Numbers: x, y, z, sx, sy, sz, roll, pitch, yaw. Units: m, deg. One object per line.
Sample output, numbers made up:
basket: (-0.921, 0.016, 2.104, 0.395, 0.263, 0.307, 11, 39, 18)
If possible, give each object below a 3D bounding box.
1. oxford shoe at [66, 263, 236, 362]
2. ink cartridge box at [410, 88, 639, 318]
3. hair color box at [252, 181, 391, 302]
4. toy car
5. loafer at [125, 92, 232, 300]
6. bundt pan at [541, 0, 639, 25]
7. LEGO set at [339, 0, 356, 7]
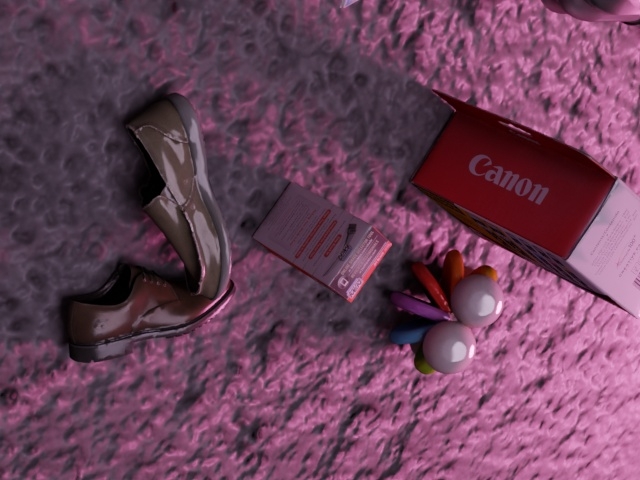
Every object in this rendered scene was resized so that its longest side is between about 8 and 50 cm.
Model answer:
oxford shoe: (-0.201, 0.069, 1.576, 0.227, 0.083, 0.096, -19, 113, -35)
ink cartridge box: (0.284, -0.054, 1.749, 0.272, 0.309, 0.130, 34, 88, -42)
hair color box: (0.000, 0.000, 1.643, 0.093, 0.167, 0.053, -54, 133, -4)
toy car: (0.168, 0.098, 1.859, 0.136, 0.159, 0.182, 31, 90, -9)
loafer: (-0.172, -0.044, 1.532, 0.087, 0.094, 0.251, -19, 104, -22)
bundt pan: (0.333, -0.419, 1.613, 0.124, 0.331, 0.331, -16, 120, -24)
LEGO set: (0.128, -0.355, 1.454, 0.244, 0.060, 0.182, -38, 158, -49)
